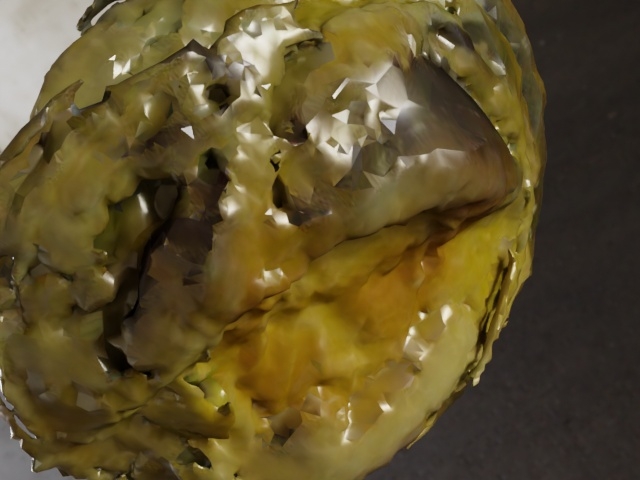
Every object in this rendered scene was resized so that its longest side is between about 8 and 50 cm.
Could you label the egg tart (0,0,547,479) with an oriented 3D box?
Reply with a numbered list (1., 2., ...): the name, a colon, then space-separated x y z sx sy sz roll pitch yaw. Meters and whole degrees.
1. egg tart: 0.000 0.000 0.577 0.297 0.297 0.132 -44 36 -16
